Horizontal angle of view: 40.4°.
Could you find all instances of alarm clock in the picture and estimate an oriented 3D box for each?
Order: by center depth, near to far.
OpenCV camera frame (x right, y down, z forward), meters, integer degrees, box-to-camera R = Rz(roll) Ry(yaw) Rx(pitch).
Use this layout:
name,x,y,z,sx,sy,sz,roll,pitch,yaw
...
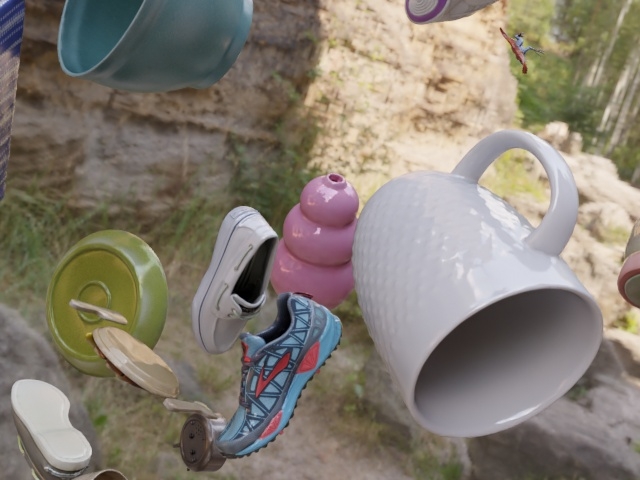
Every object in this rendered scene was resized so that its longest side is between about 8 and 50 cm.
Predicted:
name,x,y,z,sx,sy,sz,roll,pitch,yaw
alarm clock,-0.243,0.432,1.885,0.064,0.129,0.192,15,-29,-43

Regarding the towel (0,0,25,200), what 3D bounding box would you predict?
name,x,y,z,sx,sy,sz,roll,pitch,yaw
towel,-0.436,-0.125,1.059,0.040,0.336,0.243,19,36,-4

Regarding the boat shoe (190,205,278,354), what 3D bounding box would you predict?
name,x,y,z,sx,sy,sz,roll,pitch,yaw
boat shoe,-0.110,0.069,1.127,0.083,0.226,0.076,-14,40,-38

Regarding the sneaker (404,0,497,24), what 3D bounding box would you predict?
name,x,y,z,sx,sy,sz,roll,pitch,yaw
sneaker,0.327,-0.537,1.805,0.305,0.114,0.152,-13,2,36

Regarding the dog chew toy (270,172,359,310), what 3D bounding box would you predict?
name,x,y,z,sx,sy,sz,roll,pitch,yaw
dog chew toy,0.000,0.000,1.943,0.207,0.331,0.206,9,35,-6

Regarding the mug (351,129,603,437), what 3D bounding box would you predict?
name,x,y,z,sx,sy,sz,roll,pitch,yaw
mug,0.209,0.024,1.196,0.276,0.374,0.328,13,32,-32

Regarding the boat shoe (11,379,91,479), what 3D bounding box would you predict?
name,x,y,z,sx,sy,sz,roll,pitch,yaw
boat shoe,-0.511,0.360,1.614,0.109,0.091,0.305,5,19,-35

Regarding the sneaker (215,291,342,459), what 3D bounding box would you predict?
name,x,y,z,sx,sy,sz,roll,pitch,yaw
sneaker,-0.086,0.186,1.257,0.125,0.262,0.104,43,-23,-23

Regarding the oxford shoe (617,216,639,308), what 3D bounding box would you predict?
name,x,y,z,sx,sy,sz,roll,pitch,yaw
oxford shoe,0.584,0.008,1.089,0.397,0.146,0.140,2,-40,24

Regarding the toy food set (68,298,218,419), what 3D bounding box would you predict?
name,x,y,z,sx,sy,sz,roll,pitch,yaw
toy food set,-0.214,0.148,0.999,0.192,0.038,0.132,41,1,23

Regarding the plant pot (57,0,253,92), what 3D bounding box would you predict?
name,x,y,z,sx,sy,sz,roll,pitch,yaw
plant pot,-0.225,-0.339,1.279,0.196,0.293,0.293,21,1,-38

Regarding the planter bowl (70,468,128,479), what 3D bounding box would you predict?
name,x,y,z,sx,sy,sz,roll,pitch,yaw
planter bowl,-0.358,0.425,1.287,0.109,0.162,0.162,-9,-5,18

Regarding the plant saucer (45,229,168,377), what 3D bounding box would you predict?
name,x,y,z,sx,sy,sz,roll,pitch,yaw
plant saucer,-0.354,0.099,1.393,0.241,0.241,0.037,20,2,26

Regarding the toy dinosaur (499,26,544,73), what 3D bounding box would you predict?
name,x,y,z,sx,sy,sz,roll,pitch,yaw
toy dinosaur,0.368,-0.348,1.624,0.090,0.047,0.082,17,48,1
